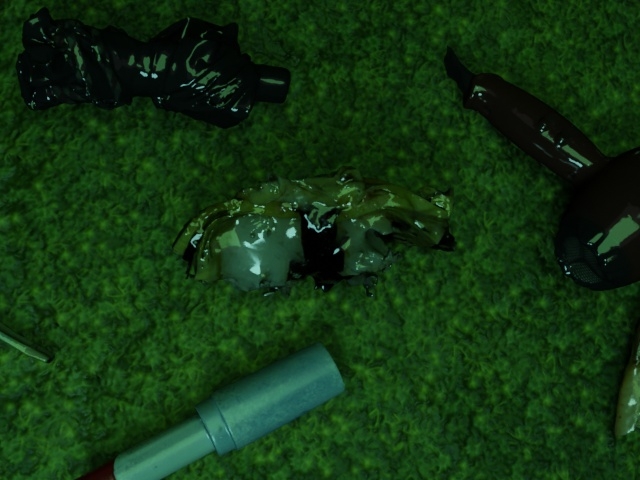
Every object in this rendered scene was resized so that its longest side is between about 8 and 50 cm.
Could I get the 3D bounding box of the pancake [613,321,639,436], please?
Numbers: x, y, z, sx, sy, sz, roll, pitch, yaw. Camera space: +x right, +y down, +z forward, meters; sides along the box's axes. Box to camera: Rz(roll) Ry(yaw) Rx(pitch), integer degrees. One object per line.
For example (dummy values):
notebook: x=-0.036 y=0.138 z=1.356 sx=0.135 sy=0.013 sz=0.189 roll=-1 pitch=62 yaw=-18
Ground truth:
pancake: x=0.427 y=0.098 z=0.935 sx=0.258 sy=0.056 sz=0.212 roll=-7 pitch=87 yaw=-18

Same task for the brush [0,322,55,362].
brush: x=-0.343 y=0.078 z=0.825 sx=0.179 sy=0.033 sz=0.030 roll=32 pitch=81 yaw=-1

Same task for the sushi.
sushi: x=-0.001 y=-0.007 z=0.848 sx=0.291 sy=0.139 sz=0.131 roll=0 pitch=86 yaw=-11

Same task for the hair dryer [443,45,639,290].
hair dryer: x=0.295 y=-0.133 z=0.954 sx=0.340 sy=0.123 sz=0.312 roll=42 pitch=64 yaw=12

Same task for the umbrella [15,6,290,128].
umbrella: x=-0.167 y=-0.177 z=0.874 sx=0.273 sy=0.122 sz=0.110 roll=2 pitch=122 yaw=-13

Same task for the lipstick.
lipstick: x=-0.109 y=0.184 z=0.821 sx=0.274 sy=0.068 sz=0.061 roll=-26 pitch=90 yaw=-14
